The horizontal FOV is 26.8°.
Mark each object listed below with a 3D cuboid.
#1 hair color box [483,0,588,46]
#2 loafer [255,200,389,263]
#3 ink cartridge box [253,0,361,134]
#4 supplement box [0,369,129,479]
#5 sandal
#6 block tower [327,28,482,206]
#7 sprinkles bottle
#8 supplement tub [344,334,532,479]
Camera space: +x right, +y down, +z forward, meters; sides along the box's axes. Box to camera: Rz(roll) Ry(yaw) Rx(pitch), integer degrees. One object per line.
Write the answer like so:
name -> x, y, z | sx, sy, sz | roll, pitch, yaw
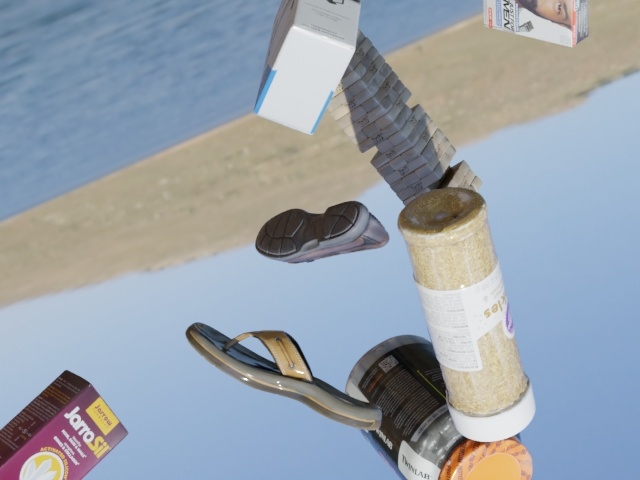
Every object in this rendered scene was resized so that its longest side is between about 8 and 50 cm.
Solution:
hair color box -> 0.335, -0.368, 2.104 | 0.167, 0.093, 0.053 | 20, -139, 35
loafer -> 0.000, 0.000, 2.457 | 0.302, 0.095, 0.109 | -10, -126, 50
ink cartridge box -> -0.012, -0.258, 1.685 | 0.203, 0.086, 0.148 | -83, -165, -47
supplement box -> -0.368, 0.281, 1.820 | 0.188, 0.104, 0.081 | -44, -148, -21
sandal -> -0.031, 0.127, 1.369 | 0.090, 0.219, 0.060 | -33, 148, -84
block tower -> 0.112, -0.177, 2.123 | 0.097, 0.335, 0.091 | -31, -164, 40
sprinkles bottle -> 0.199, 0.104, 1.811 | 0.121, 0.355, 0.121 | -13, -149, 8
supplement tub -> 0.198, 0.318, 2.265 | 0.207, 0.207, 0.338 | -25, -148, -14
